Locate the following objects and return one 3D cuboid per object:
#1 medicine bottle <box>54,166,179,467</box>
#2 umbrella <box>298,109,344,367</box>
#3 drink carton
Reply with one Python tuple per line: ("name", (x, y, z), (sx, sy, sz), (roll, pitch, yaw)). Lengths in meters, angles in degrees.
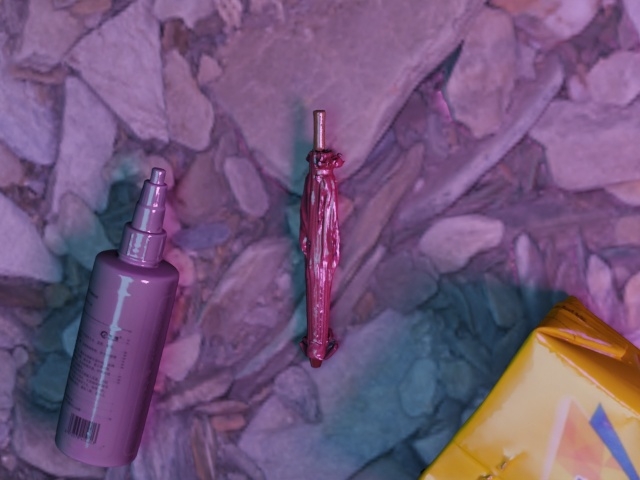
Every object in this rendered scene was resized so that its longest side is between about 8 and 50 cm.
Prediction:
("medicine bottle", (-0.126, 0.047, 1.017), (0.057, 0.057, 0.199), (18, 104, 17))
("umbrella", (0.000, 0.000, 0.980), (0.027, 0.025, 0.165), (2, 103, 1))
("drink carton", (0.227, 0.201, 0.886), (0.351, 0.111, 0.154), (39, 109, 12))
